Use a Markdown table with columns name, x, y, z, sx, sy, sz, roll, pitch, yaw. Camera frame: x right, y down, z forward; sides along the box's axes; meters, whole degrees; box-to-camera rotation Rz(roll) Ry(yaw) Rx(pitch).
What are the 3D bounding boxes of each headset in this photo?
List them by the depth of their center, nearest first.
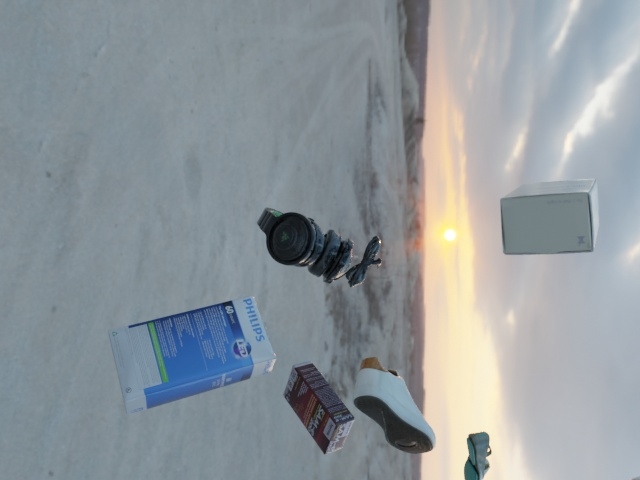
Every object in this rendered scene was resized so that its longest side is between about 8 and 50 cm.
| name | x | y | z | sx | sy | sz | roll | pitch | yaw |
| --- | --- | --- | --- | --- | --- | --- | --- | --- | --- |
| headset | 0.000 | 0.000 | 1.499 | 0.185 | 0.243 | 0.394 | -59 | -143 | 7 |

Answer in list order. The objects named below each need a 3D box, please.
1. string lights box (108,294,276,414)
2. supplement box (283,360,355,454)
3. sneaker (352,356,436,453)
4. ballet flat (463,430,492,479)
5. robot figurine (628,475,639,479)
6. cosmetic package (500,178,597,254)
| name | x | y | z | sx | sy | sz | roll | pitch | yaw |
| --- | --- | --- | --- | --- | --- | --- | --- | --- | --- |
| string lights box | -0.224 | 0.196 | 1.057 | 0.077 | 0.260 | 0.133 | 110 | -38 | -54 |
| supplement box | -0.010 | 0.483 | 1.754 | 0.239 | 0.073 | 0.130 | 45 | -51 | 40 |
| sneaker | 0.169 | 0.349 | 1.280 | 0.290 | 0.106 | 0.123 | 54 | 32 | -35 |
| ballet flat | 0.433 | 0.600 | 1.635 | 0.072 | 0.068 | 0.213 | -118 | -163 | -55 |
| robot figurine | 0.391 | 0.371 | 0.575 | 0.353 | 0.200 | 0.300 | 12 | 44 | -53 |
| cosmetic package | 0.469 | -0.053 | 1.211 | 0.309 | 0.160 | 0.113 | -20 | 106 | -63 |
